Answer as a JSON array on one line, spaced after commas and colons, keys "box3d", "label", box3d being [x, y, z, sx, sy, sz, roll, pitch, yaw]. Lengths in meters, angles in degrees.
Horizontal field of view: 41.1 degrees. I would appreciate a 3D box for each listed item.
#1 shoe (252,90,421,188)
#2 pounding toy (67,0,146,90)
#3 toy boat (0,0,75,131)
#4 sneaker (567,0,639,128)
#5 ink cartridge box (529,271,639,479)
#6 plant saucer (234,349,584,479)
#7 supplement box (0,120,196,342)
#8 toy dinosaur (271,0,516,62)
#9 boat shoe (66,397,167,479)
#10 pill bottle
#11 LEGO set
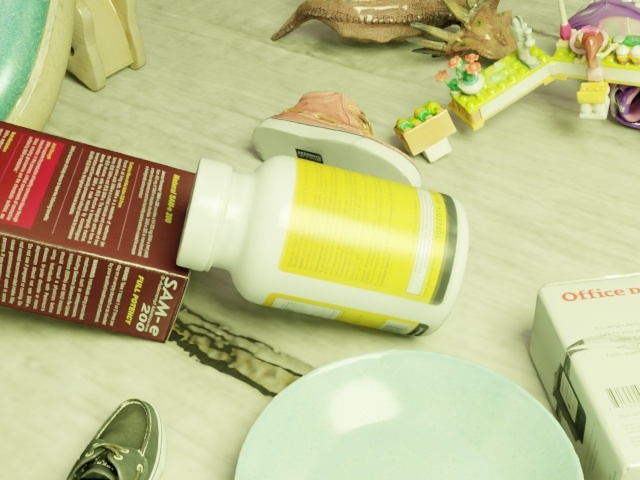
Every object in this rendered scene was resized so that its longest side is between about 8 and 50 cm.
[{"box3d": [0.028, -0.090, 0.769, 0.178, 0.063, 0.081, 20, 48, 34], "label": "shoe"}, {"box3d": [-0.343, -0.250, 0.954, 0.269, 0.154, 0.155, 35, 49, 14], "label": "pounding toy"}, {"box3d": [-0.386, -0.163, 0.790, 0.318, 0.148, 0.267, -1, 69, 23], "label": "toy boat"}, {"box3d": [0.310, -0.163, 0.830, 0.104, 0.095, 0.236, -33, 43, -12], "label": "sneaker"}, {"box3d": [0.204, 0.091, 0.522, 0.109, 0.063, 0.150, -6, 37, -3], "label": "ink cartridge box"}, {"box3d": [0.049, 0.143, 0.488, 0.195, 0.037, 0.195, -1, 37, 1], "label": "plant saucer"}, {"box3d": [-0.213, -0.018, 0.622, 0.239, 0.073, 0.130, 15, 36, -12], "label": "supplement box"}, {"box3d": [0.082, -0.256, 0.943, 0.295, 0.127, 0.200, -6, 44, 5], "label": "toy dinosaur"}, {"box3d": [-0.125, 0.143, 0.498, 0.049, 0.040, 0.142, 2, 38, 8], "label": "boat shoe"}, {"box3d": [0.000, 0.000, 0.585, 0.184, 0.103, 0.103, 13, 36, -10], "label": "pill bottle"}, {"box3d": [0.197, -0.163, 0.753, 0.287, 0.107, 0.132, -5, 53, 19], "label": "LEGO set"}]
